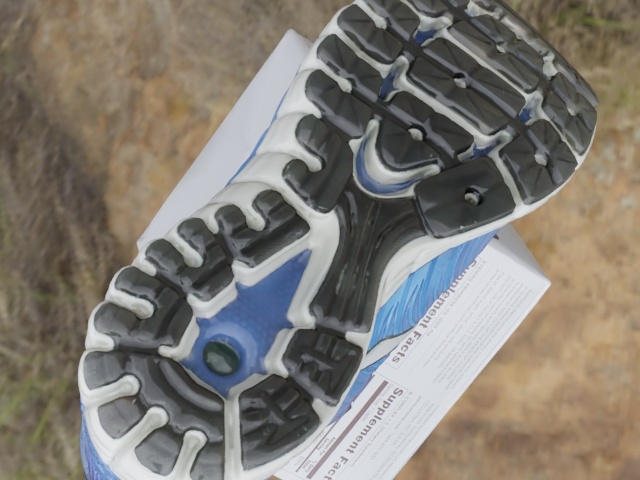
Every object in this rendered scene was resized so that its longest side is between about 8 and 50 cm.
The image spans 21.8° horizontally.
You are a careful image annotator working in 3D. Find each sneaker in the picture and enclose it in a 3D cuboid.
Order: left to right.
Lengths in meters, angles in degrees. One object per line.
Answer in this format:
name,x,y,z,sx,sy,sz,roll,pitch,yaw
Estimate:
sneaker,0.000,0.000,0.757,0.130,0.330,0.147,45,148,3

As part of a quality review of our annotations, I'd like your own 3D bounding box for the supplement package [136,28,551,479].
supplement package,0.003,0.013,1.123,0.145,0.262,0.204,30,106,-26
